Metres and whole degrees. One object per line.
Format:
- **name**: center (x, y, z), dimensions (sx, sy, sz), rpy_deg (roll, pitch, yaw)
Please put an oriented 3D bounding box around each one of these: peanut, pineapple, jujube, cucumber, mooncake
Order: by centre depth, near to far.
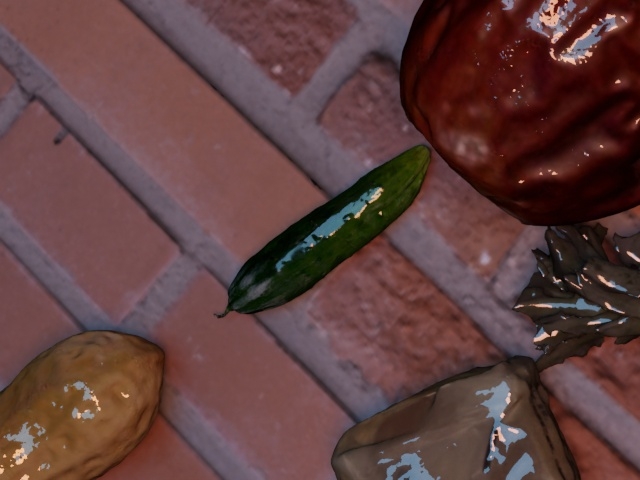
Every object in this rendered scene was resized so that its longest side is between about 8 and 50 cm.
- **jujube**: center (0.160, -0.120, 0.944), dimensions (0.243, 0.183, 0.183), rpy_deg (-46, 68, 8)
- **pineapple**: center (0.220, 0.048, 0.948), dimensions (0.251, 0.125, 0.125), rpy_deg (17, 89, 34)
- **mooncake**: center (0.080, 0.140, 0.999), dimensions (0.130, 0.073, 0.125), rpy_deg (-24, 73, 20)
- **cucumber**: center (0.000, 0.000, 1.073), dimensions (0.168, 0.039, 0.039), rpy_deg (-37, 70, 11)
- **peanut**: center (-0.181, 0.130, 1.105), dimensions (0.214, 0.099, 0.099), rpy_deg (-33, 71, 9)
